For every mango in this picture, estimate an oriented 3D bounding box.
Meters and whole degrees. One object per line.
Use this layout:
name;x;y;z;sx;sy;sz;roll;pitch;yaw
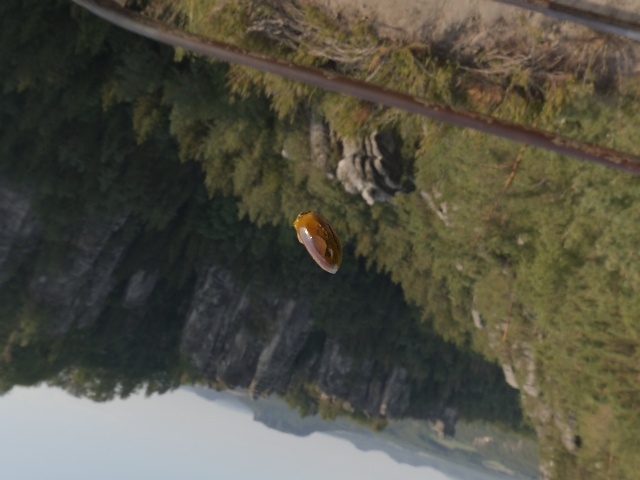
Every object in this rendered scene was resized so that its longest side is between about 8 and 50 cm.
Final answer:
mango;0.000;0.000;0.933;0.127;0.063;0.077;57;163;14
